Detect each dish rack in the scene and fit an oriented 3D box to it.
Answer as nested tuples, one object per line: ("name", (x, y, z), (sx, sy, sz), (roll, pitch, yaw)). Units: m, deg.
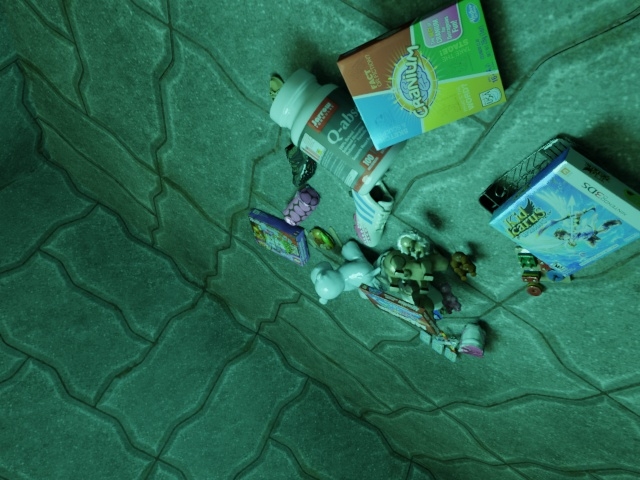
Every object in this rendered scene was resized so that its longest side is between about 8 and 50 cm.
("dish rack", (0.565, -0.122, 1.078), (0.208, 0.074, 0.271), (38, 147, -2))

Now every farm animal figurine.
("farm animal figurine", (0.352, 0.114, 1.466), (0.327, 0.172, 0.330), (20, 128, -11))

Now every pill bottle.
("pill bottle", (0.047, -0.313, 1.235), (0.363, 0.210, 0.210), (37, 148, 2))

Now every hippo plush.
("hippo plush", (0.092, 0.169, 1.684), (0.294, 0.237, 0.234), (-128, 18, -56))

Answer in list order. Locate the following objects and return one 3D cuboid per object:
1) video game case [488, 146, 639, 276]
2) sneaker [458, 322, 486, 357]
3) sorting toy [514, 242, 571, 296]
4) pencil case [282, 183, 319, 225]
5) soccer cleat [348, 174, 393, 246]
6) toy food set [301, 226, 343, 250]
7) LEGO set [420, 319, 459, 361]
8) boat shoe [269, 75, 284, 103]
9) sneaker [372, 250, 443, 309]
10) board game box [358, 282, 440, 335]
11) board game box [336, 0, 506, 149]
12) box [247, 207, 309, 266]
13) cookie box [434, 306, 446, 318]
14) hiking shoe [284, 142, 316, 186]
("video game case", (0.589, -0.054, 1.022), (0.244, 0.061, 0.269), (36, 146, 4))
("sneaker", (0.599, 0.387, 1.668), (0.103, 0.111, 0.252), (11, 162, 18))
("sorting toy", (0.651, 0.075, 1.265), (0.132, 0.046, 0.274), (1, 131, 45))
("pencil case", (-0.084, -0.134, 1.711), (0.098, 0.095, 0.209), (10, 153, -21))
("soccer cleat", (0.186, -0.095, 1.458), (0.143, 0.116, 0.331), (15, 141, 34))
("toy food set", (0.000, 0.000, 1.840), (0.192, 0.038, 0.132), (-2, 130, 47))
("LEGO set", (0.496, 0.424, 1.821), (0.182, 0.060, 0.244), (35, 152, 32))
("boat shoe", (-0.138, -0.457, 1.396), (0.056, 0.048, 0.153), (22, 145, 25))
("sneaker", (0.339, 0.154, 1.617), (0.305, 0.114, 0.152), (34, 149, 8))
("board game box", (0.267, 0.233, 1.470), (0.281, 0.027, 0.145), (19, 158, 48))
("board game box", (0.232, -0.375, 0.986), (0.317, 0.064, 0.242), (-18, 121, 24))
("box", (-0.194, -0.015, 1.989), (0.293, 0.057, 0.200), (24, 146, 28))
("cookie box", (0.439, 0.266, 1.726), (0.092, 0.040, 0.107), (-12, 123, 52))
("hiking shoe", (-0.075, -0.292, 1.528), (0.114, 0.086, 0.226), (44, 145, 18))
